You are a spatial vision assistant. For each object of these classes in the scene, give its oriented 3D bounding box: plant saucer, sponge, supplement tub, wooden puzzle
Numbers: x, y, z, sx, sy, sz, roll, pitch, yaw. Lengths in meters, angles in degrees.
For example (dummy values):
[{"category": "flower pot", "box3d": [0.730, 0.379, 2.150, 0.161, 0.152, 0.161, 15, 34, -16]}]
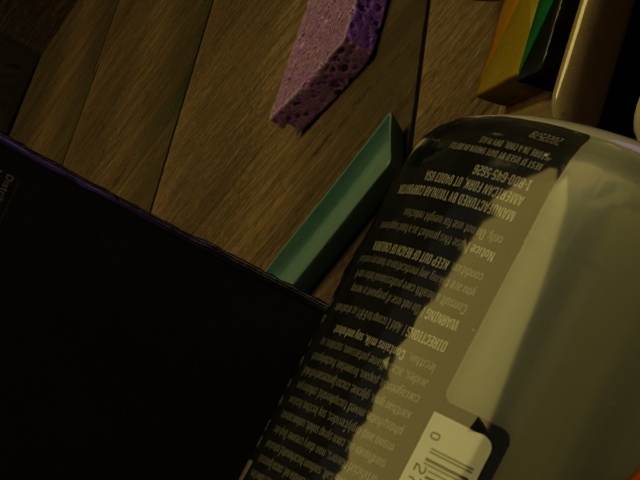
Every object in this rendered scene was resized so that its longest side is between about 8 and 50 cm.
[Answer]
[{"category": "plant saucer", "box3d": [0.000, 0.000, 1.219, 0.192, 0.018, 0.067, -51, 19, 29]}, {"category": "sponge", "box3d": [0.020, -0.194, 1.461, 0.117, 0.031, 0.210, -43, 23, 46]}, {"category": "supplement tub", "box3d": [0.048, 0.138, 0.524, 0.316, 0.193, 0.193, -63, 16, -6]}, {"category": "wooden puzzle", "box3d": [0.125, -0.143, 0.871, 0.239, 0.044, 0.221, 133, 154, -87]}]

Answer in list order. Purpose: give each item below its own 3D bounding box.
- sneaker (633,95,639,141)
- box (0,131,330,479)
[{"category": "sneaker", "box3d": [0.189, -0.062, 0.586, 0.279, 0.107, 0.118, 107, 169, -51]}, {"category": "box", "box3d": [-0.155, 0.095, 1.027, 0.296, 0.294, 0.183, -25, 41, 64]}]
